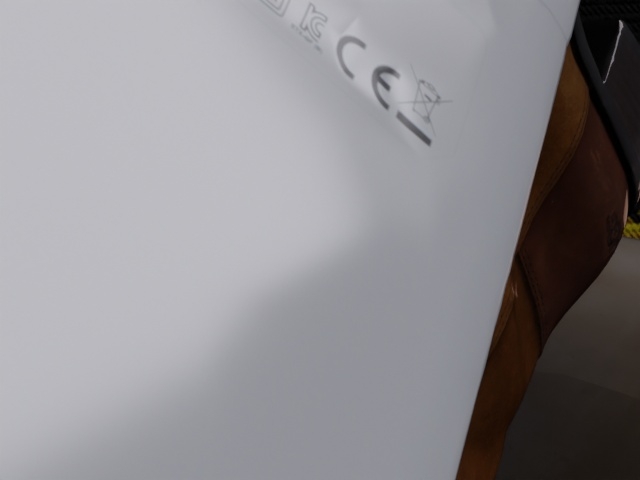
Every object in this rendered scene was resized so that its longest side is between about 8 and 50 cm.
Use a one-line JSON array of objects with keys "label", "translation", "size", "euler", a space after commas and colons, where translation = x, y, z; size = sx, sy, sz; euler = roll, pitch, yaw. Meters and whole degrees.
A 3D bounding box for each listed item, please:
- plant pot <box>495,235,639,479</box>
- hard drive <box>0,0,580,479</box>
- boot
[{"label": "plant pot", "translation": [0.237, 0.139, 0.974], "size": [0.280, 0.323, 0.323], "euler": [28, 2, 20]}, {"label": "hard drive", "translation": [-0.058, -0.018, 0.385], "size": [0.233, 0.047, 0.353], "euler": [40, 44, -21]}, {"label": "boot", "translation": [0.000, 0.000, 0.580], "size": [0.096, 0.280, 0.264], "euler": [6, -30, 36]}]
